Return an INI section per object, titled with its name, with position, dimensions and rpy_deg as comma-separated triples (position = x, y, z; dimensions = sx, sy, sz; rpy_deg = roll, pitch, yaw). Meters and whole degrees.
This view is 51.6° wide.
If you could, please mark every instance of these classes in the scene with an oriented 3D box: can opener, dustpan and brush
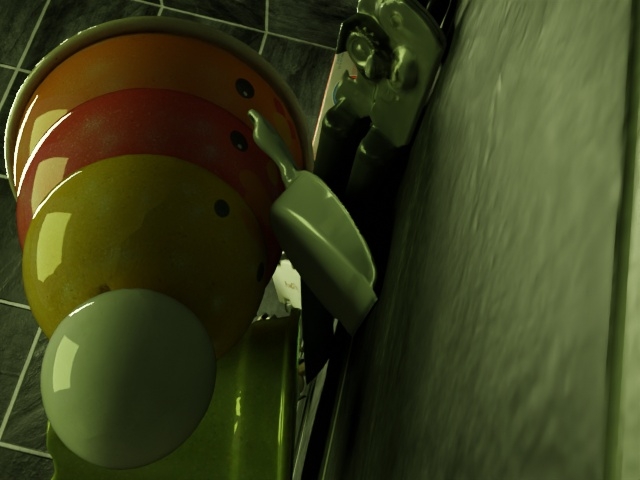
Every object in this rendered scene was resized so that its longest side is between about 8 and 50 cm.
[can opener]
position = 0.051, -0.093, 0.555
dimensions = 0.095, 0.076, 0.283
rpy_deg = -40, -19, -28
[dustpan and brush]
position = -0.013, -0.027, 0.573
dimensions = 0.060, 0.211, 0.147
rpy_deg = -39, -12, -18

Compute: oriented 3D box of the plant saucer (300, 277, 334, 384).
[plant saucer]
position = -0.004, 0.079, 0.821
dimensions = 0.195, 0.037, 0.195
rpy_deg = 178, 90, -89

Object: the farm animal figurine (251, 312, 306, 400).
[farm animal figurine]
position = -0.164, 0.187, 1.214
dimensions = 0.172, 0.327, 0.330
rpy_deg = -34, -13, -17

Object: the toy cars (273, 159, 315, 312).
[toy cars]
position = 0.000, 0.000, 0.975
dimensions = 0.176, 0.087, 0.394
rpy_deg = 60, 156, 29

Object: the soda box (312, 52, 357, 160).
[soda box]
position = 0.041, -0.175, 1.047
dimensions = 0.083, 0.092, 0.263
rpy_deg = 61, -137, -87

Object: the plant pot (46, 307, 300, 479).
[plant pot]
position = -0.155, 0.210, 0.755
dimensions = 0.276, 0.253, 0.276
rpy_deg = -178, 90, -90

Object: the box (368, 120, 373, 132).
[box]
position = 0.031, -0.048, 0.712
dimensions = 0.054, 0.059, 0.169
rpy_deg = -98, 22, -82

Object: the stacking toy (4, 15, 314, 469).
[stacking toy]
position = -0.151, 0.017, 0.613
dimensions = 0.480, 0.350, 0.351
rpy_deg = -107, 27, -58
